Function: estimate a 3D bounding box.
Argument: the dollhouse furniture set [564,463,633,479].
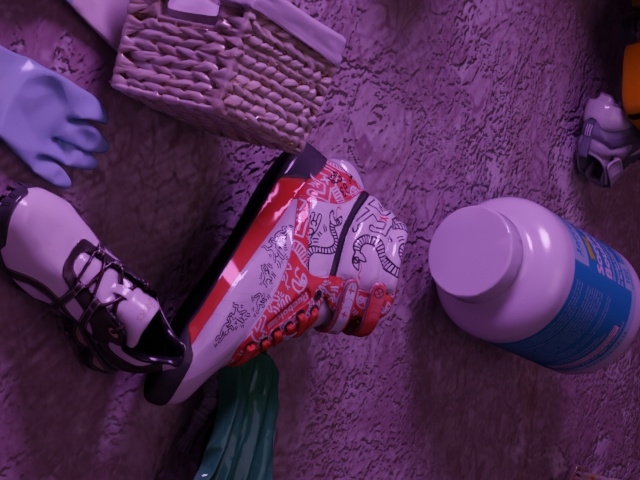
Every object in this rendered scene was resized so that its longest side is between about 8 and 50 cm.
[{"bbox_3d":[0.383,0.351,2.057,0.101,0.182,0.161,-61,140,-24],"label":"dollhouse furniture set"}]

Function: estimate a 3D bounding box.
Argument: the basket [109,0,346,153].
[{"bbox_3d":[-0.071,-0.137,1.359,0.167,0.113,0.103,20,85,-63],"label":"basket"}]

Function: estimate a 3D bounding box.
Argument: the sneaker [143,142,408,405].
[{"bbox_3d":[-0.025,0.054,1.453,0.145,0.090,0.270,37,59,-10],"label":"sneaker"}]

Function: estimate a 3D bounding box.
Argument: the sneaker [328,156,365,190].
[{"bbox_3d":[0.000,0.000,1.557,0.061,0.054,0.152,9,91,-52],"label":"sneaker"}]

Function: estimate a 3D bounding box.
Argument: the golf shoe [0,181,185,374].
[{"bbox_3d":[-0.164,0.029,1.304,0.077,0.094,0.198,-60,139,-23],"label":"golf shoe"}]

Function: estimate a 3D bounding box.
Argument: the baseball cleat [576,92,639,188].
[{"bbox_3d":[0.346,-0.111,2.008,0.206,0.072,0.109,8,105,-50],"label":"baseball cleat"}]

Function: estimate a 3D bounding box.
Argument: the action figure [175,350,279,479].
[{"bbox_3d":[-0.076,0.175,1.486,0.137,0.063,0.232,22,73,-52],"label":"action figure"}]

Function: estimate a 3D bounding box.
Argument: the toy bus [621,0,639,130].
[{"bbox_3d":[0.420,-0.274,1.964,0.130,0.108,0.332,36,57,-42],"label":"toy bus"}]

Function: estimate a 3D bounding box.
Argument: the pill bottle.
[{"bbox_3d":[0.212,0.043,1.777,0.264,0.146,0.146,24,78,-54],"label":"pill bottle"}]

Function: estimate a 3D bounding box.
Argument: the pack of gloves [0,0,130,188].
[{"bbox_3d":[-0.195,-0.151,1.259,0.232,0.046,0.195,30,73,-53],"label":"pack of gloves"}]
